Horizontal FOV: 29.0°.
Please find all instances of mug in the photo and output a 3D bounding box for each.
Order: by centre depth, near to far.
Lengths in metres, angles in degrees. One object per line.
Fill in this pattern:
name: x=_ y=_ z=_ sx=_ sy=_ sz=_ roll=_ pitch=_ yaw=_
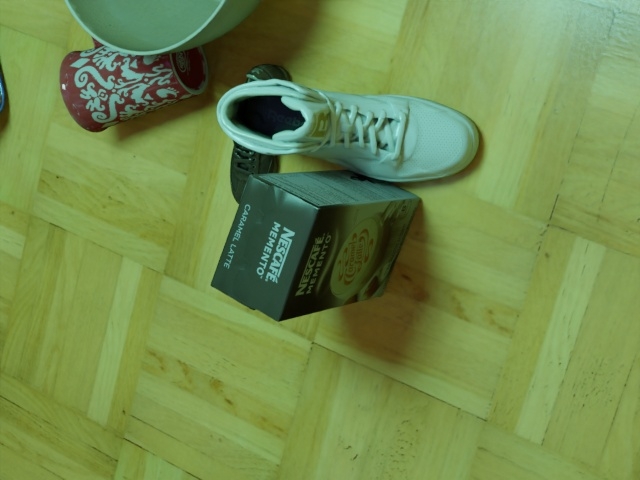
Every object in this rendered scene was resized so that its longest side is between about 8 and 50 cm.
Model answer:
mug: x=-0.247 y=-0.232 z=1.623 sx=0.169 sy=0.113 sz=0.150 roll=-11 pitch=105 yaw=27

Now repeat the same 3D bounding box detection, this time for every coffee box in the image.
coffee box: x=0.000 y=0.000 z=1.423 sx=0.098 sy=0.246 sz=0.141 roll=28 pitch=108 yaw=26

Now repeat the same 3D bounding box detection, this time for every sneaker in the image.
sneaker: x=0.028 y=-0.121 z=1.412 sx=0.293 sy=0.169 sz=0.108 roll=9 pitch=100 yaw=12
sneaker: x=-0.092 y=-0.132 z=1.566 sx=0.066 sy=0.071 sz=0.188 roll=17 pitch=103 yaw=28

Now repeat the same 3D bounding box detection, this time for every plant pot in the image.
plant pot: x=-0.159 y=-0.364 z=1.514 sx=0.284 sy=0.191 sz=0.284 roll=3 pitch=96 yaw=30

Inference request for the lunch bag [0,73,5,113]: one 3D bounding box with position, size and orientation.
lunch bag: x=-0.591 y=-0.265 z=1.712 sx=0.115 sy=0.303 sz=0.243 roll=-10 pitch=89 yaw=36
